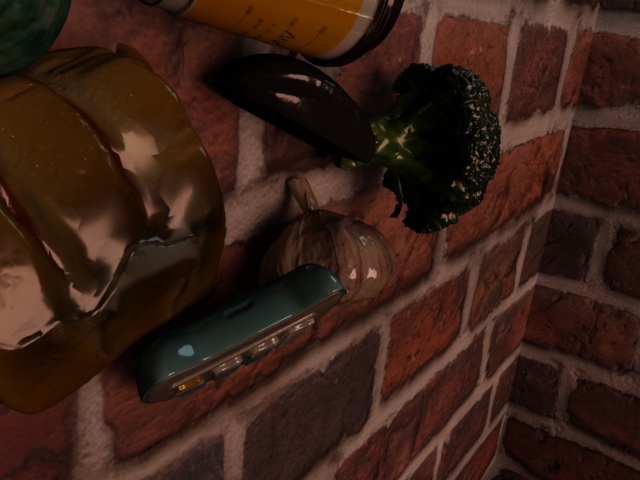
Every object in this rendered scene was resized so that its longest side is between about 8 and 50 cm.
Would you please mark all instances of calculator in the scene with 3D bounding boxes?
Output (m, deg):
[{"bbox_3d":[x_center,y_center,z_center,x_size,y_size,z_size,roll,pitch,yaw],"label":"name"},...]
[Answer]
[{"bbox_3d":[-0.100,0.128,0.726,0.256,0.054,0.386,-26,166,-16],"label":"calculator"}]

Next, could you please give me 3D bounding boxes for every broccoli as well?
[{"bbox_3d":[0.158,-0.156,1.007,0.297,0.297,0.297,-3,113,-14],"label":"broccoli"}]

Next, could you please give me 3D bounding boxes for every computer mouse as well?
[{"bbox_3d":[-0.021,-0.187,0.791,0.270,0.138,0.086,21,94,-51],"label":"computer mouse"}]

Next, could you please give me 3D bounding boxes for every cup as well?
[{"bbox_3d":[-0.052,-0.300,0.641,0.280,0.196,0.196,-5,111,-38],"label":"cup"}]

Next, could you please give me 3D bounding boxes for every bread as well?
[{"bbox_3d":[-0.240,0.001,0.512,0.341,0.210,0.300,-31,128,-44],"label":"bread"}]

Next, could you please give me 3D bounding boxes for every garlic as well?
[{"bbox_3d":[0.000,0.000,0.905,0.219,0.219,0.212,-4,80,-55],"label":"garlic"}]

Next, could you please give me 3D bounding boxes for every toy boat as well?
[{"bbox_3d":[-0.006,-0.266,0.893,0.115,0.016,0.063,37,75,-55],"label":"toy boat"}]

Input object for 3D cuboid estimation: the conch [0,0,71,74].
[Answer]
[{"bbox_3d":[-0.246,-0.213,0.417,0.196,0.202,0.134,-32,151,2],"label":"conch"}]
